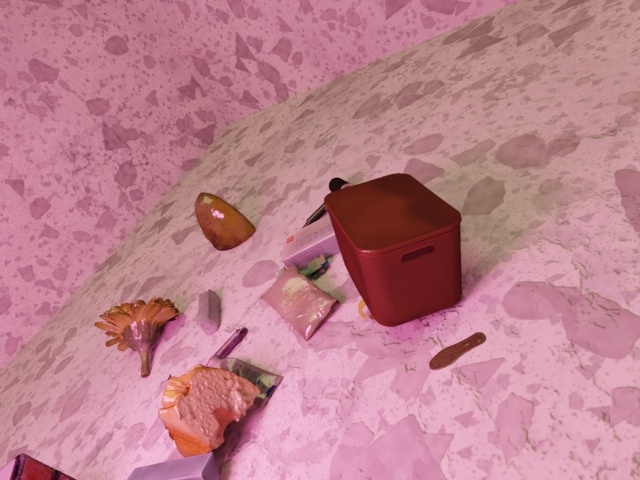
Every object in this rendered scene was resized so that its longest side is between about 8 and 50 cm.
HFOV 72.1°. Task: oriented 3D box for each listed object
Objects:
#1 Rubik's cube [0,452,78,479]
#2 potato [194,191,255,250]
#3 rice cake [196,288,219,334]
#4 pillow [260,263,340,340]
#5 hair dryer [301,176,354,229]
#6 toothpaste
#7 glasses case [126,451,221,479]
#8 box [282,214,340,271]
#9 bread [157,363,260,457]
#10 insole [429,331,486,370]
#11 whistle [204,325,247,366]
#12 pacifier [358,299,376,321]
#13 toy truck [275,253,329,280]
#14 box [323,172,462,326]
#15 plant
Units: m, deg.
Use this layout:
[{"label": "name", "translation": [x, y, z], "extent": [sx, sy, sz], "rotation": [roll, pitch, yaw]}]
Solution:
[{"label": "Rubik's cube", "translation": [-0.687, 0.741, 0.981], "extent": [0.301, 0.305, 0.304], "rotation": [-41, 28, -3]}, {"label": "potato", "translation": [-0.461, -0.083, 1.909], "extent": [0.269, 0.255, 0.112], "rotation": [-11, 38, 38]}, {"label": "rice cake", "translation": [-0.399, 0.253, 1.575], "extent": [0.063, 0.069, 0.206], "rotation": [-35, 28, 8]}, {"label": "pillow", "translation": [-0.063, 0.174, 1.289], "extent": [0.148, 0.050, 0.229], "rotation": [-47, 48, -10]}, {"label": "hair dryer", "translation": [0.014, -0.136, 1.680], "extent": [0.255, 0.070, 0.128], "rotation": [-43, 30, 1]}, {"label": "toothpaste", "translation": [-0.221, 0.383, 1.230], "extent": [0.265, 0.061, 0.096], "rotation": [7, 50, 42]}, {"label": "glasses case", "translation": [-0.353, 0.581, 1.036], "extent": [0.265, 0.105, 0.056], "rotation": [-23, -9, 24]}, {"label": "box", "translation": [0.000, 0.000, 1.483], "extent": [0.269, 0.079, 0.135], "rotation": [-28, 32, 16]}, {"label": "bread", "translation": [-0.317, 0.408, 1.096], "extent": [0.224, 0.211, 0.184], "rotation": [-31, 24, 38]}, {"label": "insole", "translation": [0.289, 0.234, 0.933], "extent": [0.135, 0.002, 0.045], "rotation": [-32, 31, 9]}, {"label": "whistle", "translation": [-0.295, 0.338, 1.378], "extent": [0.176, 0.033, 0.033], "rotation": [-47, 31, -16]}, {"label": "pacifier", "translation": [0.140, 0.172, 1.141], "extent": [0.083, 0.068, 0.064], "rotation": [-33, -3, 6]}, {"label": "toy truck", "translation": [-0.060, 0.100, 1.409], "extent": [0.175, 0.081, 0.067], "rotation": [-35, 32, 5]}, {"label": "box", "translation": [0.178, 0.012, 1.081], "extent": [0.239, 0.230, 0.339], "rotation": [-19, 30, -5]}, {"label": "plant", "translation": [-0.651, 0.337, 1.658], "extent": [0.261, 0.297, 0.306], "rotation": [-35, -24, -45]}]
